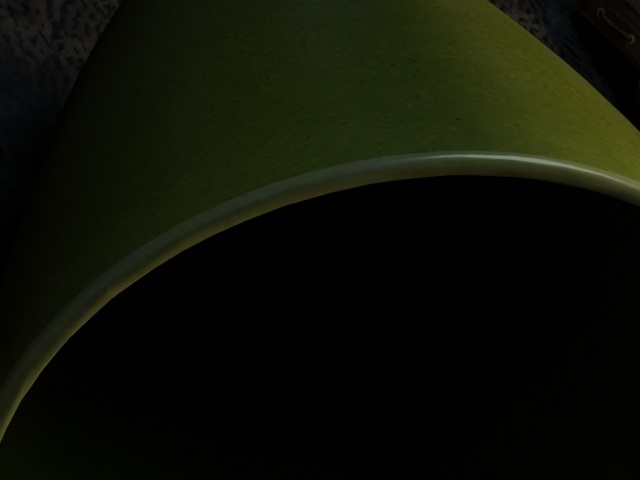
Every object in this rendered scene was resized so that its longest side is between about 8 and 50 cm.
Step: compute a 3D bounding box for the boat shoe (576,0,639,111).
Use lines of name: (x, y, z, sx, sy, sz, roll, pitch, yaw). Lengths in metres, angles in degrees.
boat shoe: (0.220, -0.091, 1.119, 0.178, 0.060, 0.064, 58, 14, 17)

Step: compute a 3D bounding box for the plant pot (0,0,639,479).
plant pot: (0.000, 0.000, 0.702, 0.274, 0.275, 0.293, 24, 29, -27)
